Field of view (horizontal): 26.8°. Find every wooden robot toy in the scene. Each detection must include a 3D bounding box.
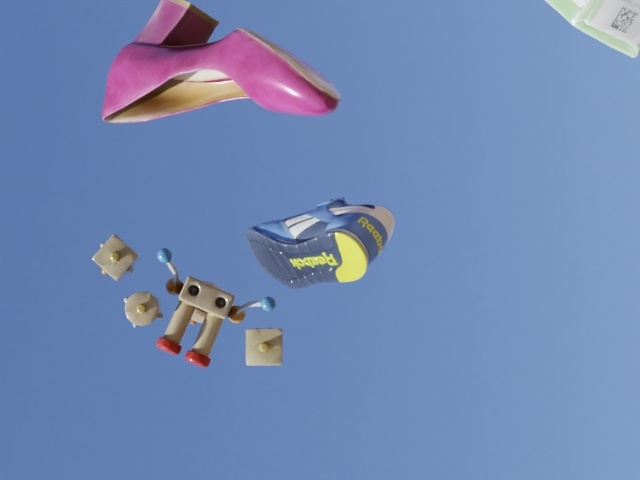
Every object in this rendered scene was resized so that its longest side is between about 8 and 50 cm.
[{"bbox_3d":[-0.108,0.057,1.104,0.079,0.173,0.076,157,138,-86],"label":"wooden robot toy"}]

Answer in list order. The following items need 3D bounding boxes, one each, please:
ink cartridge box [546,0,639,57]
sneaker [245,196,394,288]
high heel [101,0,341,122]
[{"bbox_3d":[0.165,-0.234,0.669,0.056,0.171,0.235,19,-65,-33],"label":"ink cartridge box"},{"bbox_3d":[0.000,0.000,1.015,0.059,0.144,0.053,-45,-62,-31],"label":"sneaker"},{"bbox_3d":[-0.084,-0.109,1.028,0.082,0.244,0.117,28,-87,-49],"label":"high heel"}]
